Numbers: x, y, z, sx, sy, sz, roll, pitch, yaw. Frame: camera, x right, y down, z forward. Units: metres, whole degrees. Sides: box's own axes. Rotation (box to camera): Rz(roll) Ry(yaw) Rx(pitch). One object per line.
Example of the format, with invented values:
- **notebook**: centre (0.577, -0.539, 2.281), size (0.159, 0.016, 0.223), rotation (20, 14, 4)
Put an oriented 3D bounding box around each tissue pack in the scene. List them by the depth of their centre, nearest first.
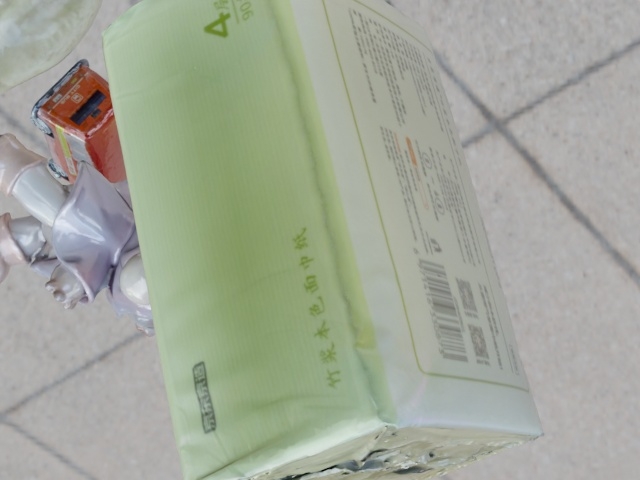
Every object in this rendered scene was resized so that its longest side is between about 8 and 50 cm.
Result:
- **tissue pack**: centre (0.000, 0.000, 0.590), size (0.125, 0.234, 0.159), rotation (-25, 159, 28)

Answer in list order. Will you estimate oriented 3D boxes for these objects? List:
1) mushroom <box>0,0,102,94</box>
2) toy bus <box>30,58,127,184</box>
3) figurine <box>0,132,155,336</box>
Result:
- **mushroom**: centre (-0.290, -0.228, 0.900), size (0.260, 0.234, 0.253), rotation (-9, 89, -5)
- **toy bus**: centre (-0.233, -0.103, 1.253), size (0.077, 0.079, 0.174), rotation (35, 160, 12)
- **figurine**: centre (-0.137, 0.006, 0.965), size (0.276, 0.133, 0.200), rotation (17, 175, -2)
